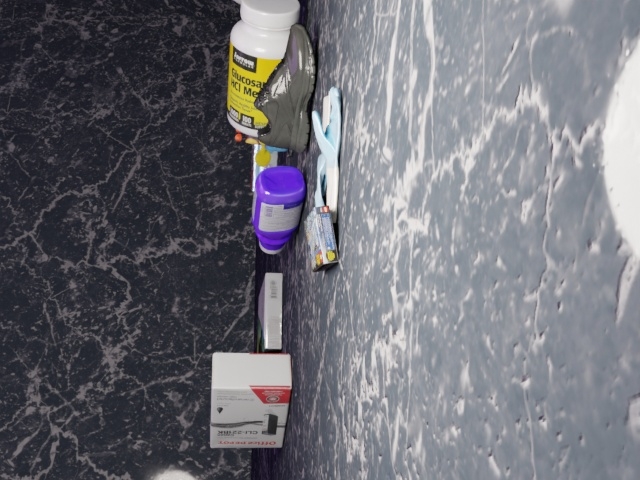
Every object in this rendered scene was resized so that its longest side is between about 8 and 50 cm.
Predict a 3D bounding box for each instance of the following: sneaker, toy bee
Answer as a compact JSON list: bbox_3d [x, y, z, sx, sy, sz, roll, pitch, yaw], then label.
[{"bbox_3d":[-0.078,-0.328,1.533,0.109,0.130,0.286,-100,16,-65],"label":"sneaker"},{"bbox_3d":[-0.166,-0.324,2.047,0.298,0.162,0.195,151,123,-81],"label":"toy bee"}]

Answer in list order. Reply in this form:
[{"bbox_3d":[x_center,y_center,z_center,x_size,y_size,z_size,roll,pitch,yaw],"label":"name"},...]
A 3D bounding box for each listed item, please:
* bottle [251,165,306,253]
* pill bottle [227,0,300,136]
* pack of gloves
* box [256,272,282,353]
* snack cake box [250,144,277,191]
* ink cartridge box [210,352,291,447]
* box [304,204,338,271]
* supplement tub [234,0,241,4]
[{"bbox_3d":[-0.105,-0.064,1.684,0.283,0.118,0.092,104,156,-58],"label":"bottle"},{"bbox_3d":[-0.138,-0.445,1.777,0.188,0.187,0.334,-97,12,-48],"label":"pill bottle"},{"bbox_3d":[-0.002,-0.150,1.233,0.195,0.046,0.232,-158,71,-81],"label":"pack of gloves"},{"bbox_3d":[-0.162,0.252,2.208,0.322,0.058,0.232,113,158,-70],"label":"box"},{"bbox_3d":[-0.205,-0.309,2.575,0.152,0.089,0.265,-145,57,-78],"label":"snack cake box"},{"bbox_3d":[-0.185,0.418,1.817,0.114,0.196,0.273,-96,12,-47],"label":"ink cartridge box"},{"bbox_3d":[0.000,0.000,1.183,0.137,0.027,0.094,137,125,-79],"label":"box"},{"bbox_3d":[-0.213,-0.943,2.292,0.235,0.235,0.325,102,168,-50],"label":"supplement tub"}]
